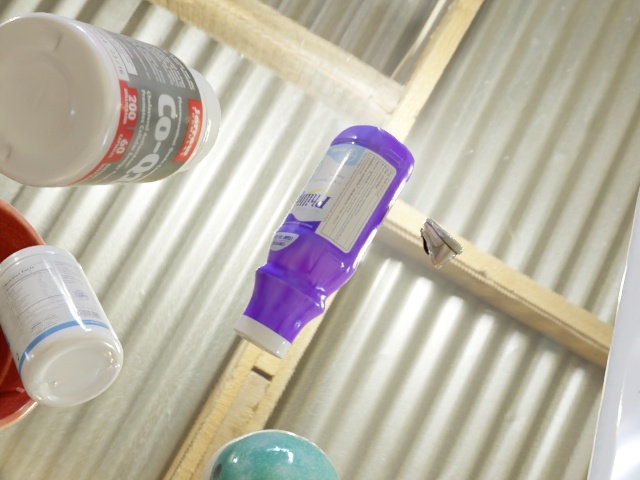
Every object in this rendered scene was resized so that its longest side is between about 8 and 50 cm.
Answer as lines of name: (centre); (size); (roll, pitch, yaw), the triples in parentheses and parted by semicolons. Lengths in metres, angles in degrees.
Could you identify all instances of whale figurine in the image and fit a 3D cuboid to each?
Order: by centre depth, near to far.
whale figurine: (-0.055, 0.351, 0.896); (0.216, 0.141, 0.272); (32, -132, -28)

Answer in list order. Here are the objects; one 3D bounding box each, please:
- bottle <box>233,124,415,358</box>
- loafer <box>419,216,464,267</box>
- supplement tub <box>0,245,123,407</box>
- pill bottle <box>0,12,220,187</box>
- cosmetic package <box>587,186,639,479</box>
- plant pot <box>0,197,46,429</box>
bottle: (0.000, 0.000, 0.907); (0.092, 0.118, 0.283); (37, -103, -23)
loafer: (0.136, 0.003, 0.938); (0.045, 0.125, 0.039); (43, -85, -9)
supplement tub: (-0.192, 0.061, 0.567); (0.071, 0.071, 0.107); (-29, -133, -14)
pill bottle: (-0.222, -0.139, 0.841); (0.161, 0.283, 0.161); (2, -84, 16)
cosmetic package: (0.299, 0.124, 0.481); (0.230, 0.453, 0.161); (4, -61, 25)
plant pot: (-0.488, 0.098, 0.894); (0.265, 0.272, 0.272); (-13, -99, 23)
